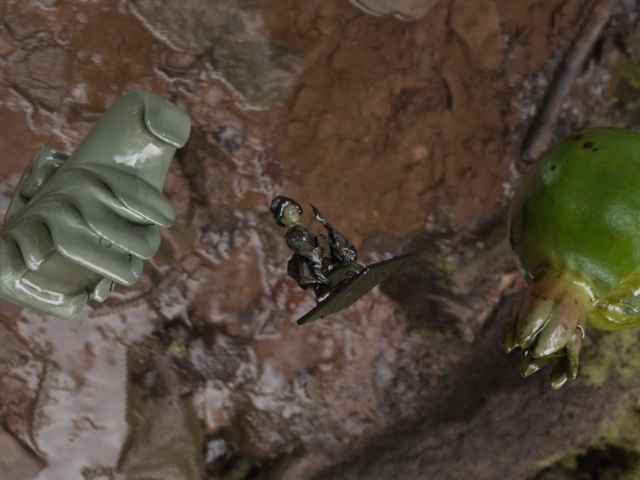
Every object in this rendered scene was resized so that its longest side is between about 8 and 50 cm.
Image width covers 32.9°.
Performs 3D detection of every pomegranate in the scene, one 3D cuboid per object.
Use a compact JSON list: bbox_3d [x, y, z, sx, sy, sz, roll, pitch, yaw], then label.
[{"bbox_3d":[0.292,0.019,1.179,0.302,0.236,0.236,-47,122,-20],"label":"pomegranate"}]

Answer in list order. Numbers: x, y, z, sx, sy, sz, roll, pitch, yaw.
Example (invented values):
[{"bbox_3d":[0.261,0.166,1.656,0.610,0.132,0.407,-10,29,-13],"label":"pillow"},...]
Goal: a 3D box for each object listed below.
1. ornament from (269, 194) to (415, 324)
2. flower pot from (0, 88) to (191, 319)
[{"bbox_3d":[0.000,0.000,1.629,0.196,0.153,0.166,55,28,12],"label":"ornament"},{"bbox_3d":[-0.337,-0.045,1.574,0.164,0.367,0.254,29,54,-32],"label":"flower pot"}]
